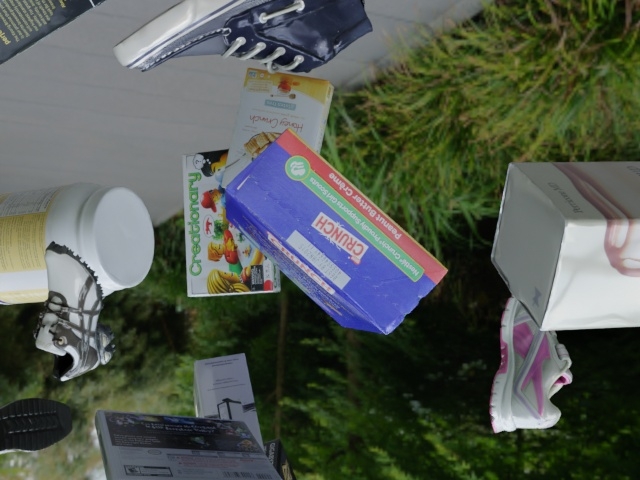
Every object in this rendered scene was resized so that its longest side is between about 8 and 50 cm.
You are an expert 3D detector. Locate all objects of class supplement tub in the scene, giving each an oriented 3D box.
[{"bbox_3d":[-0.541,0.006,1.475,0.331,0.241,0.241,-5,172,20],"label":"supplement tub"}]

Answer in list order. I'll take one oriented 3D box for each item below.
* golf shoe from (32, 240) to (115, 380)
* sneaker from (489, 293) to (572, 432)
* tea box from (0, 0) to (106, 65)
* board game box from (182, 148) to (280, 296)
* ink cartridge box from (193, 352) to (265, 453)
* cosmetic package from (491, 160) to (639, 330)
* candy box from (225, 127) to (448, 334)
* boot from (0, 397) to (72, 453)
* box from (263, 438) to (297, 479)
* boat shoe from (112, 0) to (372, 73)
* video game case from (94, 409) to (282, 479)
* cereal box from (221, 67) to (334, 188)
[{"bbox_3d":[-0.337,0.100,0.945,0.077,0.198,0.094,11,-147,34],"label":"golf shoe"},{"bbox_3d":[0.332,0.179,1.100,0.111,0.253,0.103,6,158,19],"label":"sneaker"},{"bbox_3d":[-0.469,-0.470,0.988,0.220,0.323,0.329,45,165,35],"label":"tea box"},{"bbox_3d":[-0.188,-0.039,1.494,0.192,0.306,0.053,-5,175,17],"label":"board game box"},{"bbox_3d":[-0.144,0.303,1.116,0.085,0.203,0.148,-7,148,-16],"label":"ink cartridge box"},{"bbox_3d":[0.351,-0.002,0.747,0.296,0.129,0.153,-3,-151,-9],"label":"cosmetic package"},{"bbox_3d":[0.000,0.000,1.000,0.268,0.122,0.317,43,172,-3],"label":"candy box"},{"bbox_3d":[-0.479,0.279,1.031,0.137,0.077,0.197,-20,165,38],"label":"boot"},{"bbox_3d":[-0.074,0.636,1.544,0.073,0.294,0.295,-20,-161,6],"label":"box"},{"bbox_3d":[-0.085,-0.269,0.931,0.340,0.158,0.127,-32,-158,-9],"label":"boat shoe"},{"bbox_3d":[-0.154,0.244,0.817,0.190,0.022,0.173,11,-173,-24],"label":"video game case"},{"bbox_3d":[-0.083,-0.200,1.374,0.172,0.240,0.047,12,179,15],"label":"cereal box"}]
